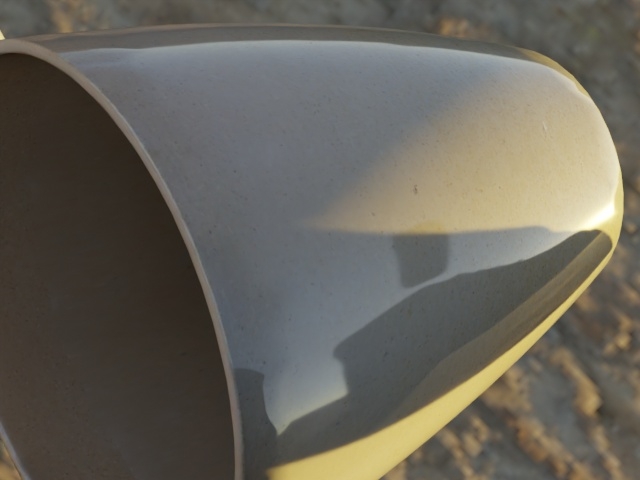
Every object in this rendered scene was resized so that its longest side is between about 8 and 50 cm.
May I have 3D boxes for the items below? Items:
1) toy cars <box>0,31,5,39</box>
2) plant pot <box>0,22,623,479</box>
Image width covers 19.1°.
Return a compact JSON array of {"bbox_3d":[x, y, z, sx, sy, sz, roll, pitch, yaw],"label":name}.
[{"bbox_3d":[-0.232,-0.160,1.120,0.176,0.087,0.394,57,2,-30],"label":"toy cars"},{"bbox_3d":[0.000,0.000,0.892,0.274,0.256,0.256,-20,63,-33],"label":"plant pot"}]
